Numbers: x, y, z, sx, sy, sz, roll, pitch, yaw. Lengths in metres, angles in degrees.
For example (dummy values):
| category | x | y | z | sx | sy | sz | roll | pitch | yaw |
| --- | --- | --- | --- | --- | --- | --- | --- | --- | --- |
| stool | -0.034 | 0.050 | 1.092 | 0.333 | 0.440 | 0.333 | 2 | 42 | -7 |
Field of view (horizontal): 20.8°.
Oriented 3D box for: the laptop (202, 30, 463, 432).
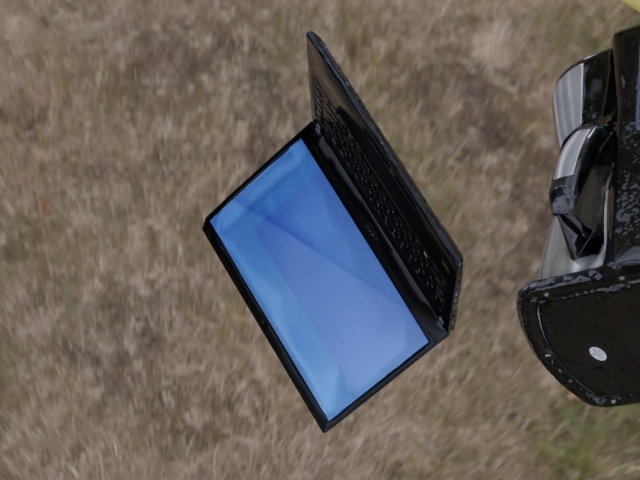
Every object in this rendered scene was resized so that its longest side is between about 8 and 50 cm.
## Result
| category | x | y | z | sx | sy | sz | roll | pitch | yaw |
| --- | --- | --- | --- | --- | --- | --- | --- | --- | --- |
| laptop | 0.000 | 0.000 | 1.457 | 0.136 | 0.264 | 0.234 | -29 | 72 | -9 |

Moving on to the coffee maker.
| category | x | y | z | sx | sy | sz | roll | pitch | yaw |
| --- | --- | --- | --- | --- | --- | --- | --- | --- | --- |
| coffee maker | 0.192 | -0.018 | 0.860 | 0.171 | 0.120 | 0.178 | 4 | 47 | 12 |

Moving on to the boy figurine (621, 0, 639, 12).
| category | x | y | z | sx | sy | sz | roll | pitch | yaw |
| --- | --- | --- | --- | --- | --- | --- | --- | --- | --- |
| boy figurine | 0.298 | -0.244 | 1.442 | 0.177 | 0.092 | 0.285 | -21 | 44 | -16 |
